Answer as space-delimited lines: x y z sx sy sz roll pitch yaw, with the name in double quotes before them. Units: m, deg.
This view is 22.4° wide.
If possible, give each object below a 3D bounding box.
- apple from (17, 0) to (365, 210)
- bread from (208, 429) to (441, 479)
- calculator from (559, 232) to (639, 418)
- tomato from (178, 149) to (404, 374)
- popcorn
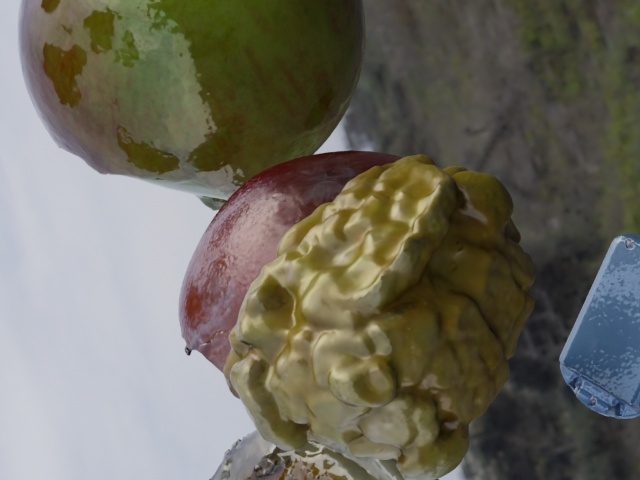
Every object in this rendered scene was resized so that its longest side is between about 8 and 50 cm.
"apple" -0.124 -0.205 1.532 0.339 0.339 0.340 -20 -90 -87
"bread" 0.015 0.304 1.479 0.158 0.305 0.306 12 -128 -50
"calculator" 0.336 0.090 1.743 0.121 0.210 0.039 30 -165 36
"tomato" 0.000 0.000 1.089 0.228 0.199 0.112 -57 -31 -51
"popcorn" 0.038 0.043 0.913 0.163 0.194 0.140 46 165 41
